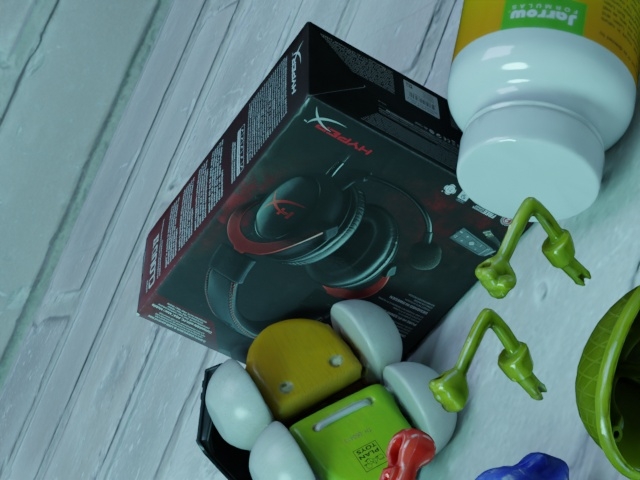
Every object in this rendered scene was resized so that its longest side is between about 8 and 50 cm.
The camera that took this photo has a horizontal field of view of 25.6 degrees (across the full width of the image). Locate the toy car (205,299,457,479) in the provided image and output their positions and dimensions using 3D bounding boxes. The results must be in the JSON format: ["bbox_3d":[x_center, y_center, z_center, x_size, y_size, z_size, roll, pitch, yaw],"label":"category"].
[{"bbox_3d":[0.011,0.147,1.089,0.182,0.159,0.136,49,158,43],"label":"toy car"}]

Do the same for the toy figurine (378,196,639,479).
[{"bbox_3d":[0.080,0.174,0.828,0.217,0.191,0.363,-23,43,67],"label":"toy figurine"}]

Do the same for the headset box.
[{"bbox_3d":[0.000,0.000,1.161,0.293,0.218,0.110,-49,25,32],"label":"headset box"}]

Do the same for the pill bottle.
[{"bbox_3d":[0.168,-0.142,1.043,0.136,0.136,0.246,-35,34,51],"label":"pill bottle"}]

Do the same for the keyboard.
[{"bbox_3d":[-0.056,0.170,1.180,0.023,0.180,0.108,-6,52,22],"label":"keyboard"}]
